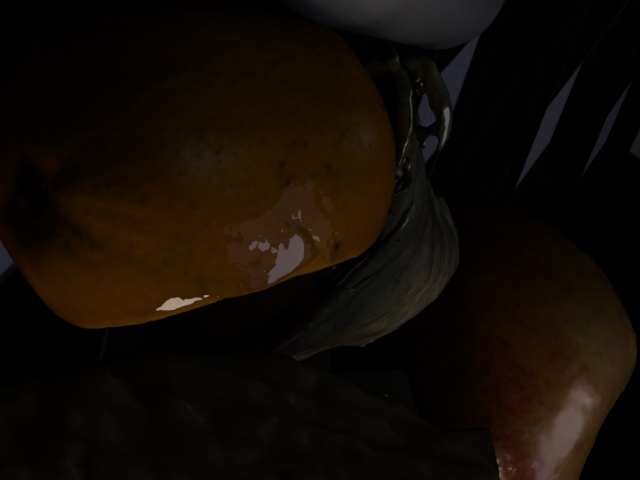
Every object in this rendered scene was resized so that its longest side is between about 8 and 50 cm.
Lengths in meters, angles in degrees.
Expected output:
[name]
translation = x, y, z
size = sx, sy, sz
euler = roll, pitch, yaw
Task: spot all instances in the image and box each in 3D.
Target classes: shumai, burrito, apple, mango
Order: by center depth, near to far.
[mango]
translation = -0.039, -0.044, 0.614
size = 0.217, 0.141, 0.102
euler = -46, 133, -67
[shumai]
translation = -0.053, 0.212, 0.741
size = 0.262, 0.314, 0.267
euler = 108, -21, -49
[burrito]
translation = -0.010, 0.007, 0.852
size = 0.175, 0.107, 0.348
euler = -36, 171, -2
[apple]
translation = 0.078, 0.123, 1.276
size = 0.163, 0.251, 0.293
euler = -29, 143, -53

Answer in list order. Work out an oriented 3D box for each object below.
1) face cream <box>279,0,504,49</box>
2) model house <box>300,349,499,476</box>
[face cream]
translation = 0.004, -0.151, 0.595
size = 0.336, 0.080, 0.163
euler = -16, 94, -74
[model house]
translation = -0.033, 0.175, 1.093
size = 0.243, 0.211, 0.204
euler = 1, 74, -47
